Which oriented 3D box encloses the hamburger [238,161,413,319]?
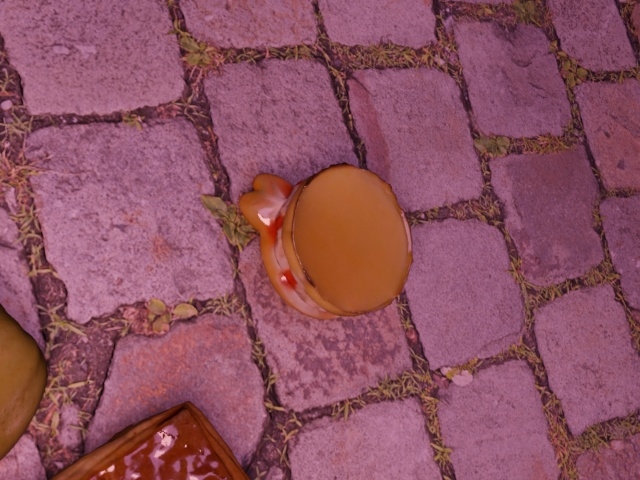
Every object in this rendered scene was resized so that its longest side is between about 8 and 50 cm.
[{"bbox_3d":[0.000,0.000,1.285,0.303,0.186,0.260,36,62,-26],"label":"hamburger"}]

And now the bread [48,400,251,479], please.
[{"bbox_3d":[-0.265,0.414,1.027,0.325,0.167,0.277,-35,93,-31],"label":"bread"}]

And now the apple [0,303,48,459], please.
[{"bbox_3d":[-0.508,0.186,0.931,0.279,0.279,0.278,9,71,-27],"label":"apple"}]
